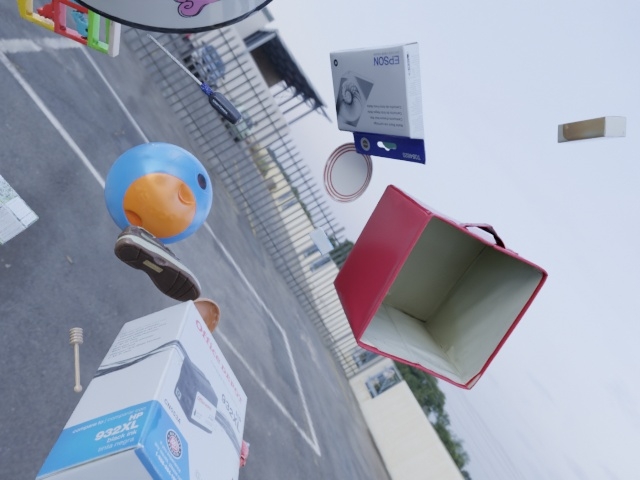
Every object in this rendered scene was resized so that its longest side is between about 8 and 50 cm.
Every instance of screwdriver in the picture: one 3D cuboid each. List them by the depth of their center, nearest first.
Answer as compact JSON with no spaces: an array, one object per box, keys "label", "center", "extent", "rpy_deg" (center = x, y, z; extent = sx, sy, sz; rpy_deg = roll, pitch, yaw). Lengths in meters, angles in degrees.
[{"label":"screwdriver","center":[-0.174,-0.226,0.668],"extent":[0.170,0.024,0.025],"rpy_deg":[46,-35,-10]}]

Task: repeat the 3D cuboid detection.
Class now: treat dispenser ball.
[{"label":"treat dispenser ball","center":[-0.453,-0.132,1.367],"extent":[0.288,0.288,0.288],"rpy_deg":[60,0,0]}]

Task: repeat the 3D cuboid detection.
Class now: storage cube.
[{"label":"storage cube","center":[0.152,0.054,0.682],"extent":[0.184,0.214,0.193],"rpy_deg":[25,12,-15]}]

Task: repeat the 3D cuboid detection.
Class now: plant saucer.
[{"label":"plant saucer","center":[-0.410,0.259,1.518],"extent":[0.037,0.200,0.200],"rpy_deg":[39,-13,36]}]

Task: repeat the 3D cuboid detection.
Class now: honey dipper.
[{"label":"honey dipper","center":[-0.595,0.293,1.185],"extent":[0.030,0.031,0.160],"rpy_deg":[60,9,-61]}]

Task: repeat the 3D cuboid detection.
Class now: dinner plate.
[{"label":"dinner plate","center":[0.064,-0.153,1.100],"extent":[0.017,0.141,0.141],"rpy_deg":[8,45,-52]}]

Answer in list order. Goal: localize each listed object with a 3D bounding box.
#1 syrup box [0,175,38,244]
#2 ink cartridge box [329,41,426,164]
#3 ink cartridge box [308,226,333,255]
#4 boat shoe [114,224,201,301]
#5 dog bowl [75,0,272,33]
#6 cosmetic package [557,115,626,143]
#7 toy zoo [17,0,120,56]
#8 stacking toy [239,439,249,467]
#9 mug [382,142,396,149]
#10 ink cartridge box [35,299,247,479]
[{"label":"syrup box","center":[-0.937,-0.118,1.373],"extent":[0.236,0.096,0.093],"rpy_deg":[56,7,-22]},{"label":"ink cartridge box","center":[0.109,-0.263,0.952],"extent":[0.223,0.045,0.223],"rpy_deg":[22,-51,52]},{"label":"ink cartridge box","center":[0.000,0.000,1.707],"extent":[0.088,0.052,0.122],"rpy_deg":[58,0,-4]},{"label":"boat shoe","center":[-0.387,0.052,1.198],"extent":[0.257,0.095,0.095],"rpy_deg":[52,17,-39]},{"label":"dog bowl","center":[-0.204,-0.493,0.617],"extent":[0.407,0.408,0.150],"rpy_deg":[60,-15,-2]},{"label":"cosmetic package","center":[0.550,-0.224,0.986],"extent":[0.115,0.061,0.041],"rpy_deg":[-169,-104,-67]},{"label":"toy zoo","center":[-0.623,-0.592,1.164],"extent":[0.294,0.192,0.030],"rpy_deg":[23,38,-2]},{"label":"stacking toy","center":[-0.305,0.670,1.370],"extent":[0.131,0.279,0.308],"rpy_deg":[30,-25,14]},{"label":"mug","center":[0.289,-0.400,1.705],"extent":[0.130,0.157,0.098],"rpy_deg":[15,-4,-41]},{"label":"ink cartridge box","center":[-0.211,0.261,0.671],"extent":[0.307,0.129,0.223],"rpy_deg":[-101,169,-68]}]
